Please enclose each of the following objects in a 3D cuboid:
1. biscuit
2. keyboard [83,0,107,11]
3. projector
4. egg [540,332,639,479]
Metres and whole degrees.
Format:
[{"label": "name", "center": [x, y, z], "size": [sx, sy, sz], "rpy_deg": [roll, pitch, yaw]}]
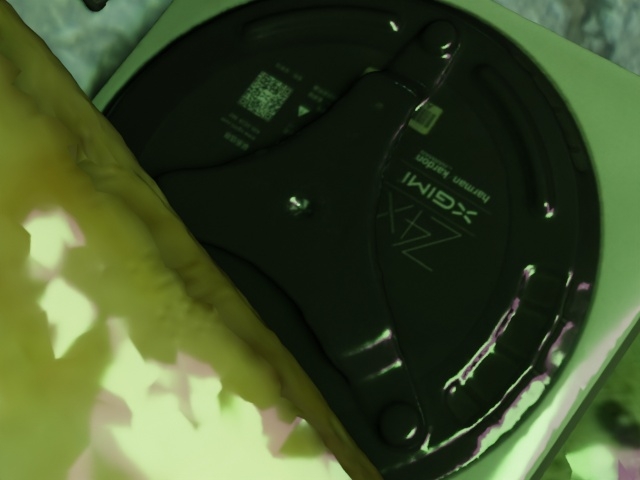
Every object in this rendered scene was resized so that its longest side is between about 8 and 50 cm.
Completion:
[{"label": "biscuit", "center": [-0.269, 0.057, 0.354], "size": [0.429, 0.104, 0.446], "rpy_deg": [-39, 92, 2]}, {"label": "keyboard", "center": [-0.160, -0.217, 0.453], "size": [0.087, 0.017, 0.250], "rpy_deg": [-43, 113, 7]}, {"label": "projector", "center": [0.000, 0.000, 0.451], "size": [0.259, 0.257, 0.079], "rpy_deg": [-53, 158, -9]}, {"label": "egg", "center": [0.102, 0.120, 0.534], "size": [0.177, 0.177, 0.228], "rpy_deg": [27, 125, -25]}]
